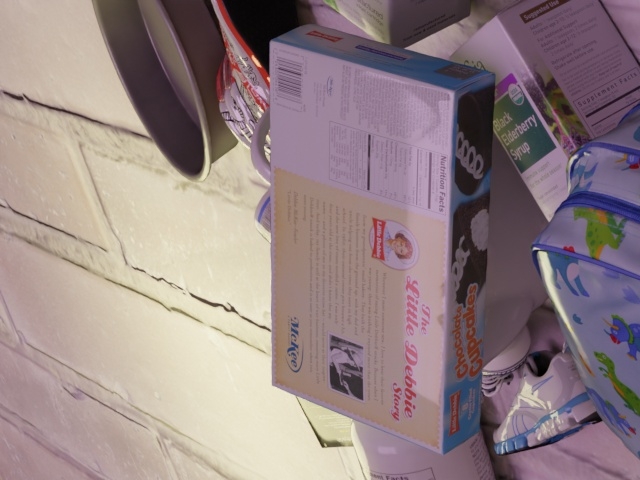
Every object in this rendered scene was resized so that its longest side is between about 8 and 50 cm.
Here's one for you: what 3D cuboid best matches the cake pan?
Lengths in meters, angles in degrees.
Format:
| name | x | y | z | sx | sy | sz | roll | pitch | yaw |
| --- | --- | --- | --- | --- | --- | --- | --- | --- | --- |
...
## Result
| name | x | y | z | sx | sy | sz | roll | pitch | yaw |
| --- | --- | --- | --- | --- | --- | --- | --- | --- | --- |
| cake pan | -0.168 | -0.206 | 2.130 | 0.293 | 0.054 | 0.293 | 54 | 160 | 30 |

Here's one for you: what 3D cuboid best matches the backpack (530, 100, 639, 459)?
| name | x | y | z | sx | sy | sz | roll | pitch | yaw |
| --- | --- | --- | --- | --- | --- | --- | --- | --- | --- |
| backpack | 0.295 | 0.053 | 1.322 | 0.290 | 0.273 | 0.356 | 31 | 139 | 52 |

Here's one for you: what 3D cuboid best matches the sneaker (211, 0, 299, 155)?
| name | x | y | z | sx | sy | sz | roll | pitch | yaw |
| --- | --- | --- | --- | --- | --- | --- | --- | --- | --- |
| sneaker | -0.073 | -0.201 | 1.952 | 0.145 | 0.090 | 0.270 | 0 | 119 | 60 |

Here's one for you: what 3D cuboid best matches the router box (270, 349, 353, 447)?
| name | x | y | z | sx | sy | sz | roll | pitch | yaw |
| --- | --- | --- | --- | --- | --- | --- | --- | --- | --- |
| router box | 0.023 | 0.165 | 2.216 | 0.133 | 0.046 | 0.179 | 63 | 156 | -6 |

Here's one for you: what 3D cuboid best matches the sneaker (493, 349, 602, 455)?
| name | x | y | z | sx | sy | sz | roll | pitch | yaw |
| --- | --- | --- | --- | --- | --- | --- | --- | --- | --- |
| sneaker | 0.208 | 0.146 | 1.833 | 0.190 | 0.071 | 0.083 | -43 | 64 | 62 |

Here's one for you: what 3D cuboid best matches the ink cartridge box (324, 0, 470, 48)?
| name | x | y | z | sx | sy | sz | roll | pitch | yaw |
| --- | --- | --- | --- | --- | --- | --- | --- | --- | --- |
| ink cartridge box | 0.045 | -0.288 | 1.630 | 0.154 | 0.093 | 0.212 | 42 | 148 | 37 |

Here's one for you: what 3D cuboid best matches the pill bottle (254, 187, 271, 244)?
| name | x | y | z | sx | sy | sz | roll | pitch | yaw |
| --- | --- | --- | --- | --- | --- | --- | --- | --- | --- |
| pill bottle | 0.000 | 0.000 | 2.043 | 0.137 | 0.078 | 0.078 | 43 | 150 | 34 |

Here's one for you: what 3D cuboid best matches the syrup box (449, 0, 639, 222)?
| name | x | y | z | sx | sy | sz | roll | pitch | yaw |
| --- | --- | --- | --- | --- | --- | --- | --- | --- | --- |
| syrup box | 0.209 | -0.078 | 1.534 | 0.237 | 0.096 | 0.093 | 58 | 153 | 4 |

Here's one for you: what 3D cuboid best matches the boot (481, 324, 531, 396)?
| name | x | y | z | sx | sy | sz | roll | pitch | yaw |
| --- | --- | --- | --- | --- | --- | --- | --- | --- | --- |
| boot | 0.163 | 0.110 | 1.851 | 0.086 | 0.069 | 0.190 | 62 | 174 | -17 |

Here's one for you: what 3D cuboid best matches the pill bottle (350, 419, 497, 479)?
| name | x | y | z | sx | sy | sz | roll | pitch | yaw |
| --- | --- | --- | --- | --- | --- | --- | --- | --- | --- |
| pill bottle | 0.102 | 0.211 | 2.009 | 0.131 | 0.131 | 0.229 | 20 | 134 | 55 |

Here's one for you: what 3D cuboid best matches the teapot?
| name | x | y | z | sx | sy | sz | roll | pitch | yaw |
| --- | --- | --- | --- | --- | --- | --- | --- | --- | --- |
| teapot | 0.079 | -0.012 | 1.748 | 0.256 | 0.187 | 0.253 | 15 | 130 | 59 |

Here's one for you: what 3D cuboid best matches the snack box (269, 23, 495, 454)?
| name | x | y | z | sx | sy | sz | roll | pitch | yaw |
| --- | --- | --- | --- | --- | --- | --- | --- | --- | --- |
| snack box | 0.046 | 0.000 | 1.611 | 0.187 | 0.060 | 0.322 | 19 | 121 | 35 |
